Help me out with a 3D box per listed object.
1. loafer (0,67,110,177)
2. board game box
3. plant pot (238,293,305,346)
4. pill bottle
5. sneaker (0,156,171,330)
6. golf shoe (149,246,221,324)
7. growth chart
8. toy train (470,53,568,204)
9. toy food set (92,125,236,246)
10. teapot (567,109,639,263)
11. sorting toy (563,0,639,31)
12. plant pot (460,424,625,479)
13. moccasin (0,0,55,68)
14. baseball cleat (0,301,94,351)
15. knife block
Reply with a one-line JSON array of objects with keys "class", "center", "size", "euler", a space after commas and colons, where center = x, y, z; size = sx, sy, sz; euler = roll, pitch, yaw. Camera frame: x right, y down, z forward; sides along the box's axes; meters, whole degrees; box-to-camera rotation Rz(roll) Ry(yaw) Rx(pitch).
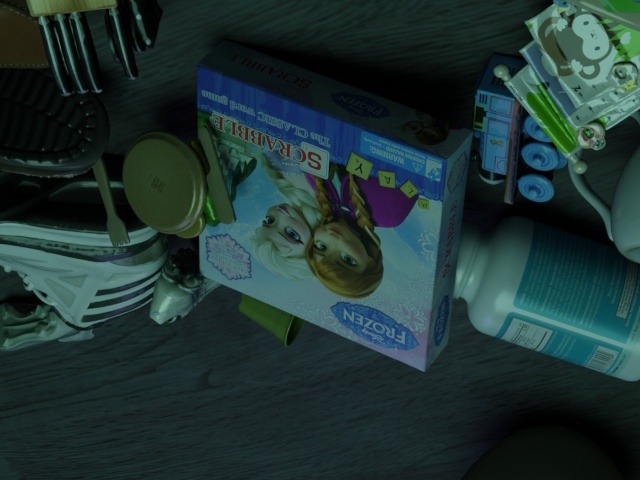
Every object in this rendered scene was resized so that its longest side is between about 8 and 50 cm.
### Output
[{"class": "loafer", "center": [-0.407, -0.152, 2.039], "size": [0.366, 0.133, 0.130], "euler": [15, 165, 19]}, {"class": "board game box", "center": [0.007, -0.037, 1.943], "size": [0.319, 0.066, 0.318], "euler": [22, 135, 22]}, {"class": "plant pot", "center": [-0.061, 0.085, 2.212], "size": [0.079, 0.083, 0.083], "euler": [23, 142, 11]}, {"class": "pill bottle", "center": [0.272, 0.060, 1.998], "size": [0.264, 0.146, 0.146], "euler": [19, 141, -2]}, {"class": "sneaker", "center": [-0.406, 0.013, 2.174], "size": [0.448, 0.169, 0.257], "euler": [8, 138, 8]}, {"class": "golf shoe", "center": [-0.175, 0.060, 2.150], "size": [0.069, 0.176, 0.086], "euler": [33, 102, 11]}, {"class": "growth chart", "center": [0.292, -0.195, 1.730], "size": [0.172, 0.021, 0.237], "euler": [44, 120, -10]}, {"class": "toy train", "center": [0.219, -0.118, 1.870], "size": [0.105, 0.080, 0.184], "euler": [17, 143, 15]}, {"class": "toy food set", "center": [-0.176, -0.065, 1.977], "size": [0.192, 0.038, 0.132], "euler": [-10, 98, 36]}, {"class": "teapot", "center": [0.422, -0.067, 1.778], "size": [0.256, 0.187, 0.252], "euler": [9, 171, -16]}, {"class": "sorting toy", "center": [0.333, -0.254, 1.578], "size": [0.208, 0.038, 0.193], "euler": [19, 142, -1]}, {"class": "plant pot", "center": [0.307, 0.363, 2.304], "size": [0.284, 0.191, 0.284], "euler": [11, 140, 9]}, {"class": "moccasin", "center": [-0.467, -0.247, 1.909], "size": [0.380, 0.147, 0.139], "euler": [13, 138, 5]}, {"class": "baseball cleat", "center": [-0.384, 0.122, 2.372], "size": [0.109, 0.072, 0.206], "euler": [11, 171, -39]}, {"class": "knife block", "center": [-0.277, -0.292, 1.779], "size": [0.276, 0.088, 0.242], "euler": [32, 118, -18]}]
